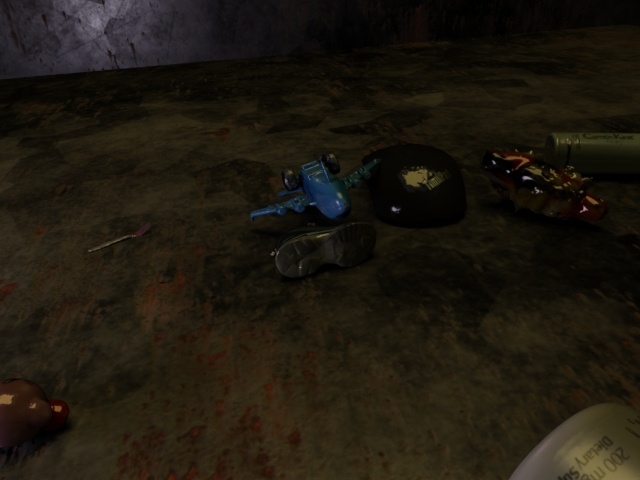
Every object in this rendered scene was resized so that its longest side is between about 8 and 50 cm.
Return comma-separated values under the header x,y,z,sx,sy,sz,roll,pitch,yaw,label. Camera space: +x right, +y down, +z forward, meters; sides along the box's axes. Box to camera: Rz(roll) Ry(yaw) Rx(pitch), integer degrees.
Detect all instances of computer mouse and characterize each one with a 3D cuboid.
x,y,z,sx,sy,sz,roll,pitch,yaw,label
0.175,-0.129,0.975,0.170,0.100,0.269,-3,29,-4,computer mouse

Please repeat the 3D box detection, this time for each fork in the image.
x,y,z,sx,sy,sz,roll,pitch,yaw,label
-0.352,-0.003,0.897,0.115,0.012,0.016,-29,34,-30,fork

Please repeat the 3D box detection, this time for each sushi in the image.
x,y,z,sx,sy,sz,roll,pitch,yaw,label
0.389,-0.094,0.896,0.226,0.097,0.103,34,50,27,sushi

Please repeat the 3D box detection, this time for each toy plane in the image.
x,y,z,sx,sy,sz,roll,pitch,yaw,label
0.001,-0.089,0.858,0.254,0.105,0.271,-24,10,-7,toy plane

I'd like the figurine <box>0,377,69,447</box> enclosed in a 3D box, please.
x,y,z,sx,sy,sz,roll,pitch,yaw,label
-0.310,0.175,0.517,0.083,0.071,0.066,0,70,21,figurine

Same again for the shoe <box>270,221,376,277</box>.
x,y,z,sx,sy,sz,roll,pitch,yaw,label
0.000,0.000,0.801,0.169,0.071,0.099,-14,25,-17,shoe

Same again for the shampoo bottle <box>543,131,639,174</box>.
x,y,z,sx,sy,sz,roll,pitch,yaw,label
0.597,-0.175,1.028,0.263,0.085,0.085,2,30,8,shampoo bottle

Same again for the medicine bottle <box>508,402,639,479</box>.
x,y,z,sx,sy,sz,roll,pitch,yaw,label
0.243,0.233,0.265,0.157,0.156,0.289,-19,33,-25,medicine bottle
